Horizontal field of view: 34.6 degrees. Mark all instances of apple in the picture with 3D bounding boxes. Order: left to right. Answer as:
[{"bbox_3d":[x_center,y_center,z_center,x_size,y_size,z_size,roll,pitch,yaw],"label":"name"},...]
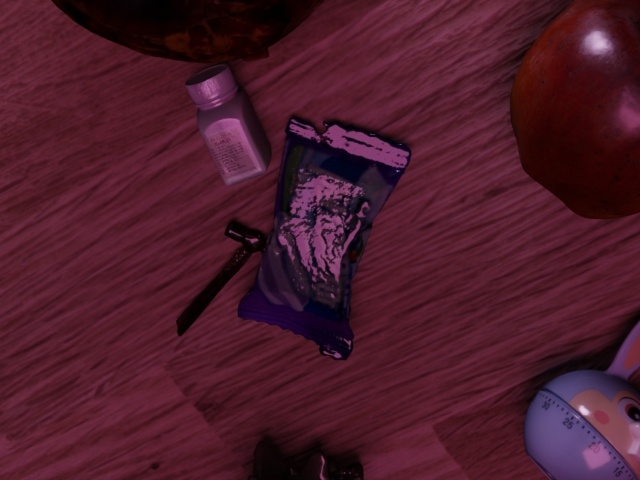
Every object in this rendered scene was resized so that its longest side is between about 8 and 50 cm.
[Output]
[{"bbox_3d":[0.299,-0.136,1.019,0.233,0.234,0.234,1,117,2],"label":"apple"}]

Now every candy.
[{"bbox_3d":[0.000,0.000,1.176,0.145,0.070,0.275,16,109,-1],"label":"candy"}]

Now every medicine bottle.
[{"bbox_3d":[-0.099,-0.128,1.114,0.055,0.074,0.118,-18,115,13],"label":"medicine bottle"}]

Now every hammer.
[{"bbox_3d":[-0.128,0.051,1.239,0.065,0.021,0.178,33,117,-19],"label":"hammer"}]

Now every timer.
[{"bbox_3d":[0.361,0.207,1.214,0.255,0.175,0.175,-35,110,17],"label":"timer"}]

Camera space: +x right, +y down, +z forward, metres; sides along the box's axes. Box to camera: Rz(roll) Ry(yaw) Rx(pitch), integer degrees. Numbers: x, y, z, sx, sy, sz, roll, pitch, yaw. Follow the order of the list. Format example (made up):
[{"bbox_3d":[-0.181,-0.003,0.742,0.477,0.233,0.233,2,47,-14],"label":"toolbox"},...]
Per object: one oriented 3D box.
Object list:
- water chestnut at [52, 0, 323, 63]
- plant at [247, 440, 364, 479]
[{"bbox_3d":[-0.119,-0.312,0.895,0.350,0.302,0.351,2,113,5],"label":"water chestnut"},{"bbox_3d":[-0.027,0.413,1.330,0.194,0.182,0.321,2,115,8],"label":"plant"}]
